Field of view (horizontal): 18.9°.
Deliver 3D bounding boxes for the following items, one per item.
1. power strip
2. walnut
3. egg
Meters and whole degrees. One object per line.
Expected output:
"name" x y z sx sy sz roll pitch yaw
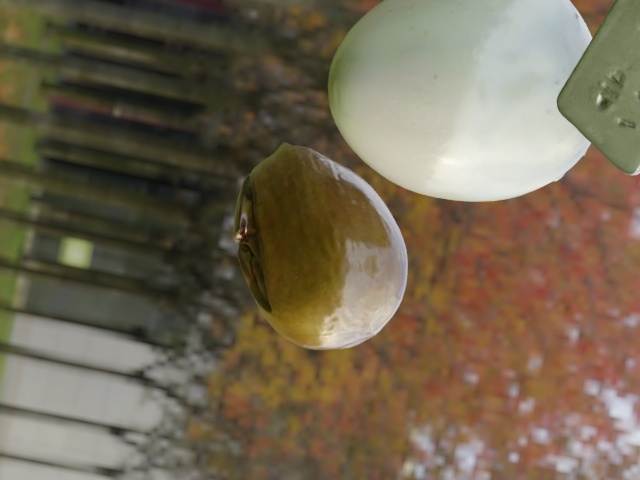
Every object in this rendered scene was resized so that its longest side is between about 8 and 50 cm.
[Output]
"power strip" 0.269 -0.169 1.397 0.053 0.093 0.288 -28 157 -37
"walnut" 0.000 0.000 2.380 0.203 0.203 0.297 110 -29 -51
"egg" 0.172 -0.182 2.291 0.283 0.345 0.283 32 -53 58
